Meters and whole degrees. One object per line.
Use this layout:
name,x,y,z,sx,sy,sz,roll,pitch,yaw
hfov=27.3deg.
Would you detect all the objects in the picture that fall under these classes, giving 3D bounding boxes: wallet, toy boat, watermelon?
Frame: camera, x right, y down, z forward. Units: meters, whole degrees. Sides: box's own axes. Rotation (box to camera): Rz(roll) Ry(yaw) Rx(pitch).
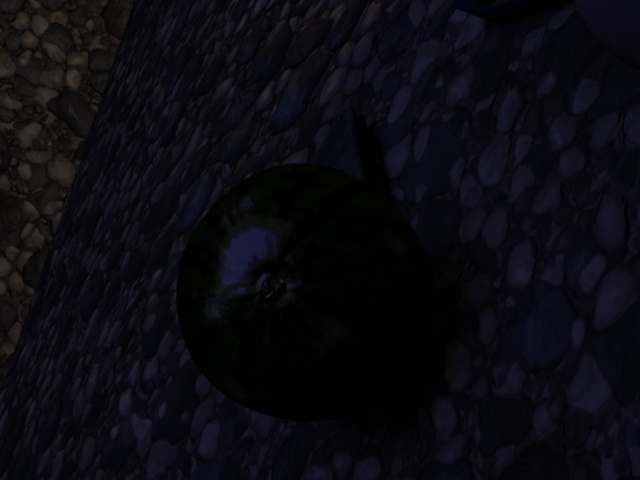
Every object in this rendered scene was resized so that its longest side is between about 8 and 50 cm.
wallet,0.000,0.000,1.719,0.237,0.075,0.342,-53,27,29
toy boat,0.242,-0.302,1.559,0.229,0.046,0.080,-18,51,58
watermelon,-0.017,0.056,1.438,0.285,0.285,0.285,-45,30,36

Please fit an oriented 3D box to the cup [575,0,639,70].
cup,0.368,-0.194,0.967,0.253,0.253,0.371,-58,28,13
